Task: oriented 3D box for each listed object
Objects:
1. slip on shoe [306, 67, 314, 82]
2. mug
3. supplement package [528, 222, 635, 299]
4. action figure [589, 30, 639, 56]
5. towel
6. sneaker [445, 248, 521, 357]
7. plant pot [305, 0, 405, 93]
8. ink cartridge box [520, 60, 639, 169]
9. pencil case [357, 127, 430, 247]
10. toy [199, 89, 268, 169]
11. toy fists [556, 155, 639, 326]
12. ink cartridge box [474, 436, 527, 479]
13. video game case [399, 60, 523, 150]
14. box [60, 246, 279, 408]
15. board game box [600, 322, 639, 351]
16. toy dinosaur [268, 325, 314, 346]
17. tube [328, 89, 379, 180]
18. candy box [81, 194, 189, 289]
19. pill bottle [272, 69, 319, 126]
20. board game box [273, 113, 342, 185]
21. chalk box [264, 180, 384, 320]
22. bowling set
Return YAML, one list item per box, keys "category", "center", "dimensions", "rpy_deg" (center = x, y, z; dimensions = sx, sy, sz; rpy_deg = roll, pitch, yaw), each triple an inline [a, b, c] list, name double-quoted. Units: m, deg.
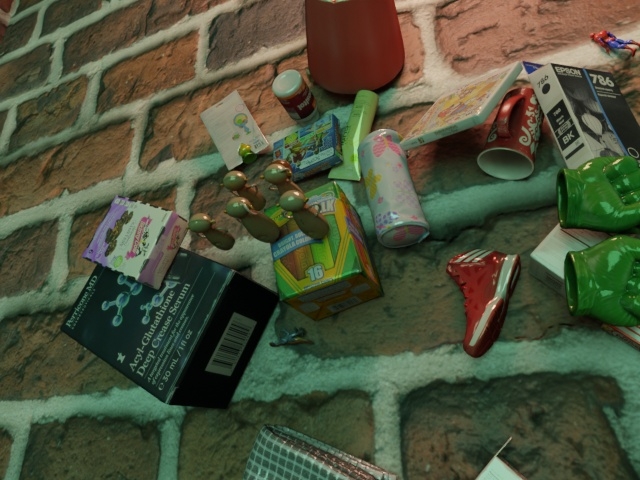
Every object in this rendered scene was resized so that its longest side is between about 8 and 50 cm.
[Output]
- category: "slip on shoe"
  center: [0.028, -0.487, 1.275]
  dimensions: [0.135, 0.041, 0.051]
  rpy_deg: [-12, 33, 1]
- category: "mug"
  center: [0.416, -0.236, 0.929]
  dimensions: [0.113, 0.150, 0.169]
  rpy_deg: [22, 72, 9]
- category: "supplement package"
  center: [0.483, 0.008, 0.807]
  dimensions: [0.179, 0.105, 0.105]
  rpy_deg: [-47, 59, -1]
- category: "action figure"
  center: [0.647, -0.436, 0.977]
  dimensions: [0.038, 0.030, 0.115]
  rpy_deg: [-38, 53, -2]
- category: "towel"
  center: [-0.025, 0.500, 0.809]
  dimensions: [0.284, 0.121, 0.235]
  rpy_deg: [12, 74, 28]
- category: "sneaker"
  center: [0.297, 0.114, 0.871]
  dimensions: [0.128, 0.087, 0.221]
  rpy_deg: [16, 63, 38]
- category: "plant pot"
  center: [0.079, -0.560, 1.132]
  dimensions: [0.275, 0.243, 0.274]
  rpy_deg: [-5, 60, 8]
- category: "ink cartridge box"
  center: [0.531, -0.251, 0.879]
  dimensions: [0.166, 0.065, 0.332]
  rpy_deg: [0, 62, -17]
- category: "pencil case"
  center: [0.163, -0.119, 1.006]
  dimensions: [0.113, 0.124, 0.273]
  rpy_deg: [-45, 45, 49]
- category: "toy"
  center: [-0.252, -0.320, 1.316]
  dimensions: [0.137, 0.056, 0.237]
  rpy_deg: [-32, 63, 4]
- category: "toy fists"
  center: [0.470, -0.005, 0.701]
  dimensions: [0.142, 0.096, 0.279]
  rpy_deg: [-2, 73, 15]
- category: "ink cartridge box"
  center: [0.279, 0.411, 0.720]
  dimensions: [0.062, 0.104, 0.181]
  rpy_deg: [39, 87, 32]
- category: "video game case"
  center: [0.303, -0.291, 0.965]
  dimensions: [0.206, 0.026, 0.227]
  rpy_deg: [-10, 34, 53]
- category: "box"
  center: [-0.354, 0.170, 1.052]
  dimensions: [0.396, 0.212, 0.293]
  rpy_deg: [18, 77, 30]
- category: "board game box"
  center: [0.603, 0.144, 0.728]
  dimensions: [0.193, 0.045, 0.146]
  rpy_deg: [38, 86, 32]
- category: "toy dinosaur"
  center: [-0.076, 0.227, 1.003]
  dimensions: [0.090, 0.047, 0.082]
  rpy_deg: [48, 111, 22]
- category: "tube"
  center: [0.092, -0.267, 1.137]
  dimensions: [0.062, 0.070, 0.240]
  rpy_deg: [20, 80, -16]
- category: "candy box"
  center: [-0.409, -0.001, 0.985]
  dimensions: [0.196, 0.070, 0.164]
  rpy_deg: [15, 74, 30]
- category: "pill bottle"
  center: [-0.061, -0.379, 1.197]
  dimensions: [0.086, 0.152, 0.086]
  rpy_deg: [-9, 64, 20]
- category: "board game box"
  center: [-0.038, -0.233, 1.168]
  dimensions: [0.201, 0.035, 0.136]
  rpy_deg: [-18, 61, 30]
- category: "chalk box"
  center: [0.000, 0.000, 0.986]
  dimensions: [0.180, 0.179, 0.288]
  rpy_deg: [-23, 61, 13]
- category: "bowling set"
  center: [-0.128, -0.099, 0.893]
  dimensions: [0.287, 0.154, 0.199]
  rpy_deg: [-10, 63, 19]
